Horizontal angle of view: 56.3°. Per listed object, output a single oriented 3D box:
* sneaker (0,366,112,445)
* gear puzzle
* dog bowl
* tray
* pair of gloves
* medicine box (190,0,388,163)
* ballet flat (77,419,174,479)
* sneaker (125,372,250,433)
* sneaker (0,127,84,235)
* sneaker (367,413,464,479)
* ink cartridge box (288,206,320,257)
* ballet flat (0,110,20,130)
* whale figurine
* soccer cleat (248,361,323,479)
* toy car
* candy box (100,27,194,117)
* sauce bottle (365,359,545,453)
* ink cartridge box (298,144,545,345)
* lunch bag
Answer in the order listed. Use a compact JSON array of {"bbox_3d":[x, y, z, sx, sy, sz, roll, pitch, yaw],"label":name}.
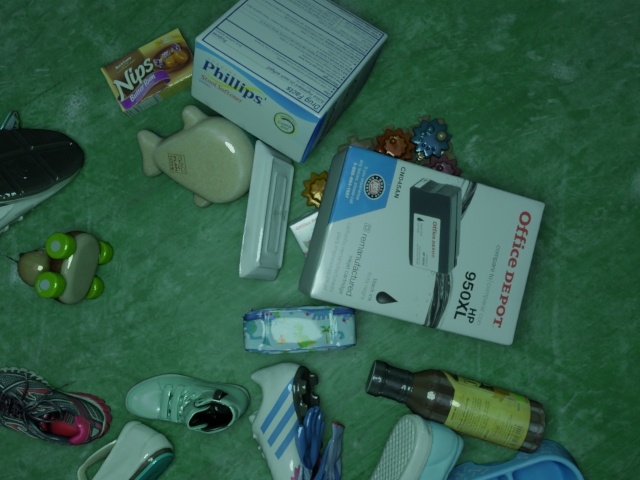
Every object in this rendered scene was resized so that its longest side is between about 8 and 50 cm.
[{"bbox_3d":[-0.579,0.333,1.202,0.300,0.112,0.120,11,86,3],"label":"sneaker"},{"bbox_3d":[0.120,-0.149,1.253,0.339,0.044,0.175,-15,86,0],"label":"gear puzzle"},{"bbox_3d":[0.385,0.510,1.190,0.298,0.074,0.165,-19,86,1],"label":"dog bowl"},{"bbox_3d":[-0.099,-0.054,1.202,0.030,0.145,0.270,6,86,24],"label":"tray"},{"bbox_3d":[-0.004,0.410,1.147,0.023,0.198,0.159,-3,59,28],"label":"pair of gloves"},{"bbox_3d":[-0.060,-0.342,1.160,0.264,0.149,0.289,33,58,3],"label":"medicine box"},{"bbox_3d":[-0.462,0.528,1.192,0.139,0.139,0.400,41,84,3],"label":"ballet flat"},{"bbox_3d":[-0.276,0.322,1.177,0.256,0.151,0.094,0,88,2],"label":"sneaker"},{"bbox_3d":[-0.694,-0.053,1.213,0.169,0.257,0.448,46,55,11],"label":"sneaker"},{"bbox_3d":[0.165,0.513,1.152,0.150,0.135,0.365,20,107,-17],"label":"sneaker"},{"bbox_3d":[0.000,0.000,1.230,0.089,0.052,0.122,-29,98,0],"label":"ink cartridge box"},{"bbox_3d":[-0.675,-0.183,1.270,0.070,0.070,0.188,31,89,3],"label":"ballet flat"},{"bbox_3d":[-0.243,-0.177,1.231,0.272,0.141,0.216,7,117,23],"label":"whale figurine"},{"bbox_3d":[-0.073,0.408,1.201,0.143,0.116,0.330,-3,88,23],"label":"soccer cleat"},{"bbox_3d":[-0.554,0.040,1.211,0.189,0.155,0.148,13,86,14],"label":"toy car"},{"bbox_3d":[-0.356,-0.356,1.273,0.187,0.053,0.109,-27,86,-2],"label":"candy box"},{"bbox_3d":[0.263,0.320,1.185,0.345,0.111,0.111,18,87,1],"label":"sauce bottle"},{"bbox_3d":[0.189,0.013,1.146,0.396,0.166,0.285,15,88,-10],"label":"ink cartridge box"},{"bbox_3d":[-0.042,0.173,1.172,0.219,0.176,0.090,-3,81,-1],"label":"lunch bag"}]
